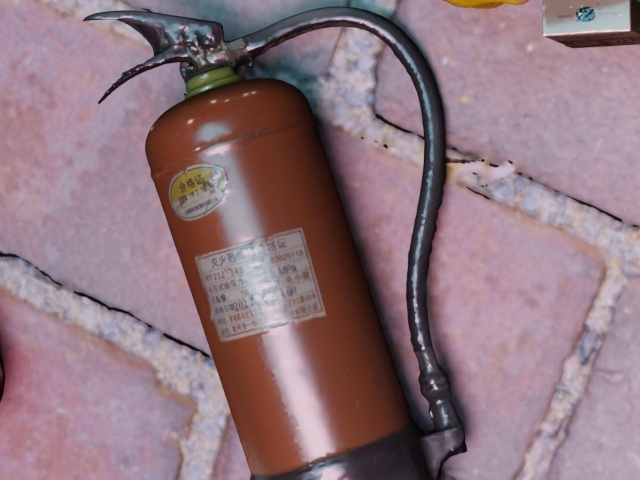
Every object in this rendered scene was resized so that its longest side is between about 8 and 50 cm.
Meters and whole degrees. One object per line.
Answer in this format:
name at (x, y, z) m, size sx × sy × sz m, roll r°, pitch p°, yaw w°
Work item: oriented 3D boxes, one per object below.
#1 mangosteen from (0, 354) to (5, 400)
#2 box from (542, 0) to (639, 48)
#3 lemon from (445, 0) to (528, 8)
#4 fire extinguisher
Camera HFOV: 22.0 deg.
mangosteen at (-0.283, 0.082, 1.169) m, size 0.140 × 0.140 × 0.140 m, roll 2°, pitch 95°, yaw 21°
box at (0.168, -0.131, 0.990) m, size 0.053 × 0.083 × 0.024 m, roll -1°, pitch 89°, yaw 22°
lemon at (0.089, -0.211, 0.999) m, size 0.114 × 0.114 × 0.155 m, roll -32°, pitch 77°, yaw 20°
fire extinguisher at (-0.005, 0.002, 1.073) m, size 0.200 × 0.113 × 0.376 m, roll -19°, pitch 88°, yaw -21°
